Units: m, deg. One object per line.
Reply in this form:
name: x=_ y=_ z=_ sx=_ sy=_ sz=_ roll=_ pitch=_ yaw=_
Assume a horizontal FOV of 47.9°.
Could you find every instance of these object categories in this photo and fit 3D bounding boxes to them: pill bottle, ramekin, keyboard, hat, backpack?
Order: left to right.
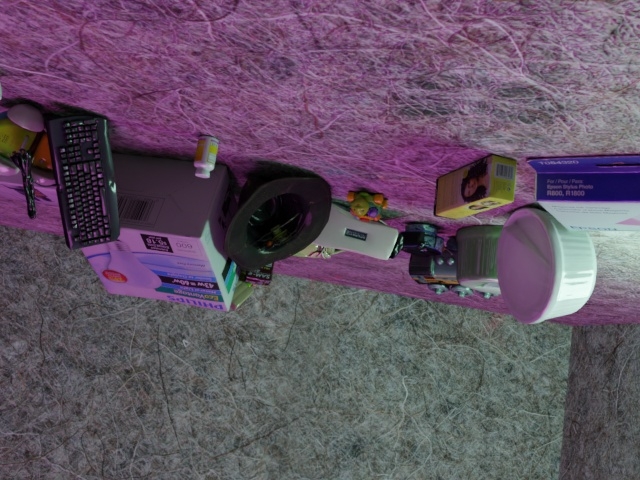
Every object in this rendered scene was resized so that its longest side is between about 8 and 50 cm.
keyboard: x=-0.539 y=-0.115 z=1.528 sx=0.201 sy=0.317 sz=0.033 roll=-9 pitch=-144 yaw=-18
pill bottle: x=-0.242 y=-0.176 z=1.517 sx=0.043 sy=0.083 sz=0.043 roll=9 pitch=170 yaw=2
hat: x=-0.125 y=-0.079 z=1.774 sx=0.331 sy=0.134 sz=0.331 roll=-26 pitch=150 yaw=-16
backpack: x=0.292 y=-0.001 z=2.044 sx=0.114 sy=0.084 sz=0.105 roll=20 pitch=164 yaw=-35
ramekin: x=0.525 y=0.065 z=2.022 sx=0.303 sy=0.148 sz=0.303 roll=9 pitch=170 yaw=1
ramekin: x=0.529 y=0.057 z=1.684 sx=0.127 sy=0.273 sz=0.273 roll=-2 pitch=173 yaw=-13

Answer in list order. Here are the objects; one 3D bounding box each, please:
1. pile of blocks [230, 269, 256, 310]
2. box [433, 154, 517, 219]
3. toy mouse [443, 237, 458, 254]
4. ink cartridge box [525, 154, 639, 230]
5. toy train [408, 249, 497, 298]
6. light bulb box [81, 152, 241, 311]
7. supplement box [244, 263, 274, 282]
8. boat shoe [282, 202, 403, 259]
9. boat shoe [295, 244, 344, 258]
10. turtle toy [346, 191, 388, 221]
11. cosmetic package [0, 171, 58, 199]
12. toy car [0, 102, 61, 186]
pile of blocks: x=-0.241 y=0.073 z=2.109 sx=0.149 sy=0.362 sz=0.112 roll=23 pitch=137 yaw=-12
box: x=0.305 y=-0.102 z=1.449 sx=0.058 sy=0.087 sz=0.232 roll=9 pitch=169 yaw=-16
toy mouse: x=0.361 y=0.006 z=2.151 sx=0.161 sy=0.031 sz=0.143 roll=9 pitch=-166 yaw=39
ink cartridge box: x=0.593 y=-0.080 z=1.372 sx=0.324 sy=0.071 sz=0.330 roll=3 pitch=170 yaw=35
toy train: x=0.450 y=0.099 z=2.364 sx=0.334 sy=0.142 sz=0.190 roll=2 pitch=158 yaw=36
light bulb box: x=-0.400 y=-0.018 z=1.840 sx=0.358 sy=0.225 sz=0.361 roll=7 pitch=147 yaw=10
supplement box: x=-0.154 y=-0.003 z=1.974 sx=0.073 sy=0.239 sz=0.130 roll=10 pitch=171 yaw=-7
boat shoe: x=0.049 y=-0.037 z=1.974 sx=0.340 sy=0.127 sz=0.158 roll=21 pitch=-175 yaw=-9
boat shoe: x=0.000 y=0.000 z=2.036 sx=0.098 sy=0.109 sz=0.302 roll=29 pitch=-159 yaw=31
turtle toy: x=0.110 y=-0.083 z=1.785 sx=0.095 sy=0.066 sz=0.130 roll=5 pitch=170 yaw=19
cosmetic package: x=-0.758 y=-0.162 z=2.042 sx=0.377 sy=0.097 sz=0.284 roll=8 pitch=173 yaw=1
toy car: x=-0.619 y=-0.216 z=1.537 sx=0.182 sy=0.159 sz=0.136 roll=18 pitch=-156 yaw=-43
